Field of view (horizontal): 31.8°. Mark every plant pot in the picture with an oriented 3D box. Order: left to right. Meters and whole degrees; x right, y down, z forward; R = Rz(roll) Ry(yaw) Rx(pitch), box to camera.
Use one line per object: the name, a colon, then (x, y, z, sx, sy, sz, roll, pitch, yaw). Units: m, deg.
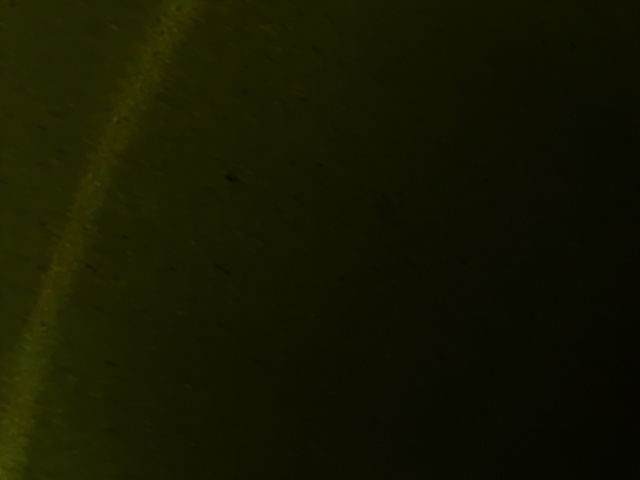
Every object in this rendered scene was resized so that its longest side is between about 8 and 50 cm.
plant pot: (0.104, 0.043, 0.223, 0.353, 0.367, 0.366, 25, 7, -32)

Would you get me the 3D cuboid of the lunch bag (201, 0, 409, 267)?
lunch bag: (-0.123, -0.055, 0.414, 0.305, 0.256, 0.212, 15, -1, -8)
